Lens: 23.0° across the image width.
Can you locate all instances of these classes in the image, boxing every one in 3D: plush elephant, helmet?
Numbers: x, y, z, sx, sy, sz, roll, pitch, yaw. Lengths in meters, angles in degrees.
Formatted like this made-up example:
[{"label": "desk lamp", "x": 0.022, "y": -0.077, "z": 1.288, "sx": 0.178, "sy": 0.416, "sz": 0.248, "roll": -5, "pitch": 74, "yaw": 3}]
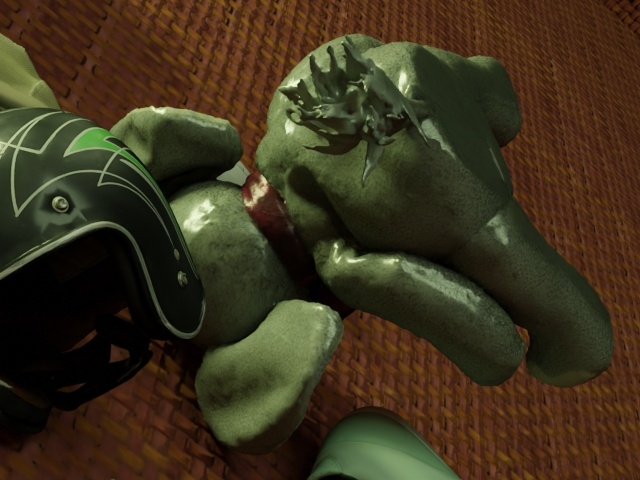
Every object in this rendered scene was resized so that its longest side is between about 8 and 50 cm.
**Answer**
[{"label": "plush elephant", "x": 0.000, "y": 0.000, "z": 1.051, "sx": 0.330, "sy": 0.255, "sz": 0.272, "roll": 23, "pitch": 41, "yaw": -56}, {"label": "helmet", "x": -0.157, "y": 0.007, "z": 0.858, "sx": 0.161, "sy": 0.169, "sz": 0.169, "roll": 51, "pitch": 20, "yaw": -28}]

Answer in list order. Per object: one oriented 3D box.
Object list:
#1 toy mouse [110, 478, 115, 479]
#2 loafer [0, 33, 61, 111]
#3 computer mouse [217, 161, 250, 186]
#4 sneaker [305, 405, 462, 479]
[{"label": "toy mouse", "x": -0.105, "y": 0.171, "z": 0.842, "sx": 0.161, "sy": 0.031, "sz": 0.143, "roll": 35, "pitch": 26, "yaw": -24}, {"label": "loafer", "x": -0.267, "y": -0.117, "z": 0.956, "sx": 0.268, "sy": 0.102, "sz": 0.092, "roll": 37, "pitch": 23, "yaw": -42}, {"label": "computer mouse", "x": -0.061, "y": -0.037, "z": 1.223, "sx": 0.193, "sy": 0.042, "sz": 0.106, "roll": 29, "pitch": 30, "yaw": -33}, {"label": "sneaker", "x": 0.089, "y": 0.220, "z": 1.002, "sx": 0.256, "sy": 0.094, "sz": 0.151, "roll": 38, "pitch": 18, "yaw": 6}]
